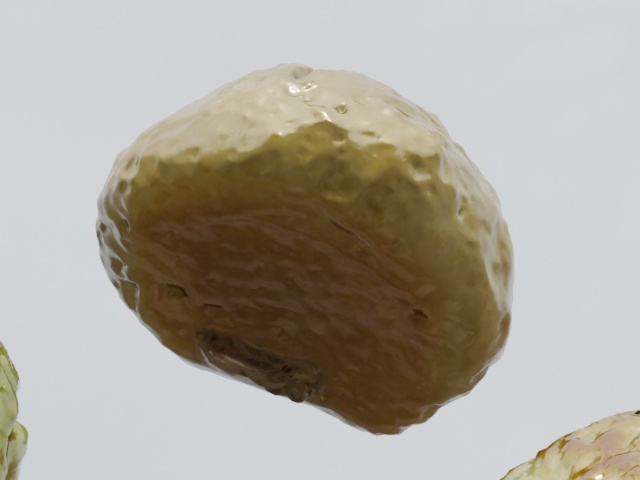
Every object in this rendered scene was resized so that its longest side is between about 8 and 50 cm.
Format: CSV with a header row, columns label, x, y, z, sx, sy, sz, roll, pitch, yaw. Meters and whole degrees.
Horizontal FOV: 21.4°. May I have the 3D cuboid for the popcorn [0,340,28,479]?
label,x,y,z,sx,sy,sz,roll,pitch,yaw
popcorn,-0.209,0.084,0.650,0.187,0.167,0.185,-36,-24,28

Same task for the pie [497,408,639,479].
label,x,y,z,sx,sy,sz,roll,pitch,yaw
pie,0.107,0.131,0.562,0.205,0.179,0.084,-41,-72,-18

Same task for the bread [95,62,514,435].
label,x,y,z,sx,sy,sz,roll,pitch,yaw
bread,0.000,0.000,0.973,0.244,0.134,0.244,10,-44,10
